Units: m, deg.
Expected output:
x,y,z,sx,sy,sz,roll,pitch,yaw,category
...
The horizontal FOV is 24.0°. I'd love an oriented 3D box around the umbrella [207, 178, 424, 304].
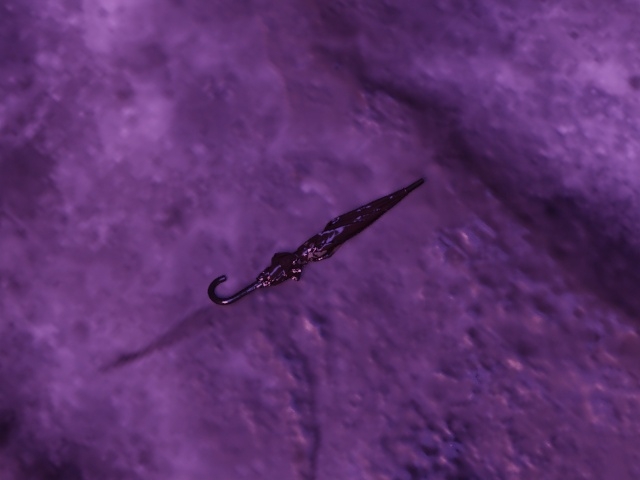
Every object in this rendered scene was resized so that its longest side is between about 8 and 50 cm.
x,y,z,sx,sy,sz,roll,pitch,yaw,category
0.002,0.002,0.723,0.122,0.013,0.022,-28,56,-14,umbrella
